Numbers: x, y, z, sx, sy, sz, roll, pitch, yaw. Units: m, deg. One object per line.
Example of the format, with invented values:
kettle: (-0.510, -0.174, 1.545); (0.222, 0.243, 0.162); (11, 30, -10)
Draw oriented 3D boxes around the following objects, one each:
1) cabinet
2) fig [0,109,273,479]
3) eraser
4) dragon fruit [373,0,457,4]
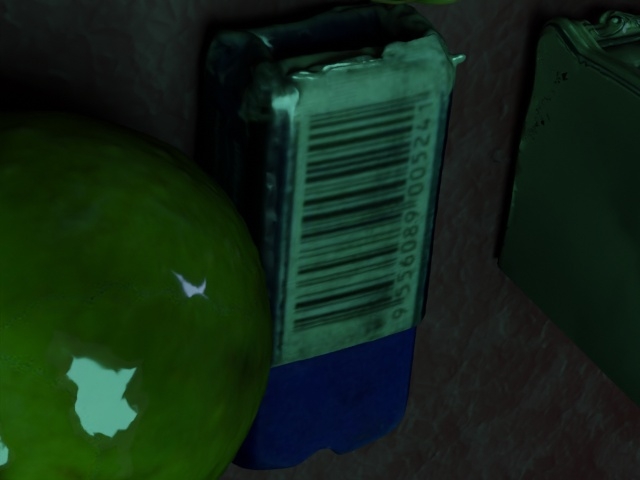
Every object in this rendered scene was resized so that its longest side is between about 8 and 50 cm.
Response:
cabinet: (0.350, -0.030, 1.106); (0.318, 0.290, 0.227); (-14, 129, -25)
fig: (-0.144, 0.041, 0.872); (0.258, 0.258, 0.326); (-67, 170, 23)
eraser: (0.000, 0.000, 1.050); (0.155, 0.101, 0.332); (-13, 128, -25)
dragon fruit: (0.003, -0.259, 0.775); (0.226, 0.305, 0.305); (-28, 138, 28)
